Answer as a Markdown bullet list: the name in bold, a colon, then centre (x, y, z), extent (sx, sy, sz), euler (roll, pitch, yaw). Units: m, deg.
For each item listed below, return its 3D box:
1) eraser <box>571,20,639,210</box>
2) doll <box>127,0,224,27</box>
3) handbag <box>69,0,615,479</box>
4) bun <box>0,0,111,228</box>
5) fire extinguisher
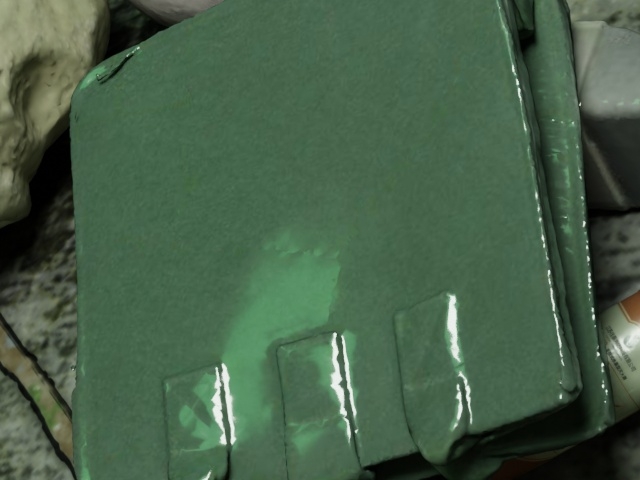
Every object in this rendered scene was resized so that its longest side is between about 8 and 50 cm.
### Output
- **eraser**: centre (0.049, -0.065, 0.792), extent (0.351, 0.089, 0.061), euler (4, 56, 34)
- **doll**: centre (0.000, -0.196, 0.895), extent (0.287, 0.151, 0.151), euler (4, 59, 32)
- **handbag**: centre (0.001, 0.000, 0.687), extent (0.247, 0.079, 0.260), euler (-19, 61, 27)
- **bun**: centre (-0.291, -0.095, 0.956), extent (0.359, 0.211, 0.360), euler (-21, 40, 19)
- **fire extinguisher**: centre (0.122, 0.065, 0.670), extent (0.177, 0.050, 0.062), euler (-30, 73, 10)
